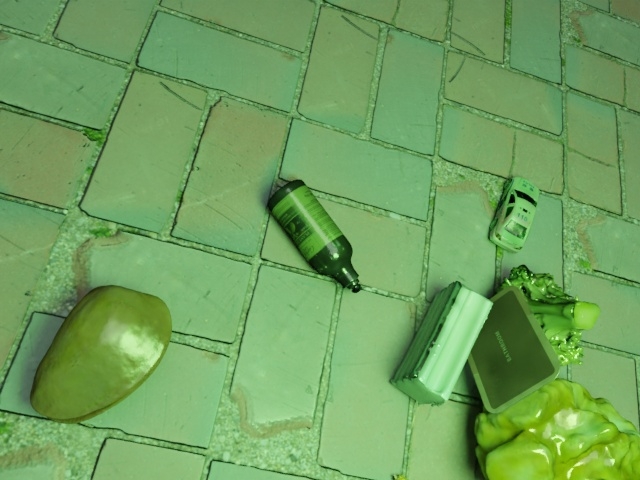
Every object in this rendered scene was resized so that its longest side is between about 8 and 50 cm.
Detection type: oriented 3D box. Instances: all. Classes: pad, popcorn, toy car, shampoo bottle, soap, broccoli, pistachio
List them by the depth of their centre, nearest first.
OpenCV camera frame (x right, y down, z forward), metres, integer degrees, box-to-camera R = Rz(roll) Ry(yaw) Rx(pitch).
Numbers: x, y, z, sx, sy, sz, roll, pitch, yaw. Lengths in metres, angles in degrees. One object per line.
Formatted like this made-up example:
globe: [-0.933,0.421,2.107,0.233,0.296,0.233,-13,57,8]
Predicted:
pistachio: [-0.389,0.205,0.904,0.212,0.163,0.261,12,65,26]
popcorn: [0.473,0.434,1.022,0.334,0.292,0.293,43,20,10]
pad: [0.382,0.220,1.054,0.002,0.176,0.266,36,25,-23]
soap: [0.260,0.222,1.080,0.094,0.150,0.261,33,66,2]
broccoli: [0.498,0.169,1.115,0.263,0.243,0.247,-23,82,-15]
shampoo bottle: [0.000,0.000,1.120,0.101,0.101,0.284,-34,82,-24]
toy car: [0.513,-0.077,1.305,0.090,0.076,0.224,28,65,-2]

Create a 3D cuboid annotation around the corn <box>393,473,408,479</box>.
corn: [0.178,0.505,1.019,0.083,0.028,0.027,43,60,-1]
